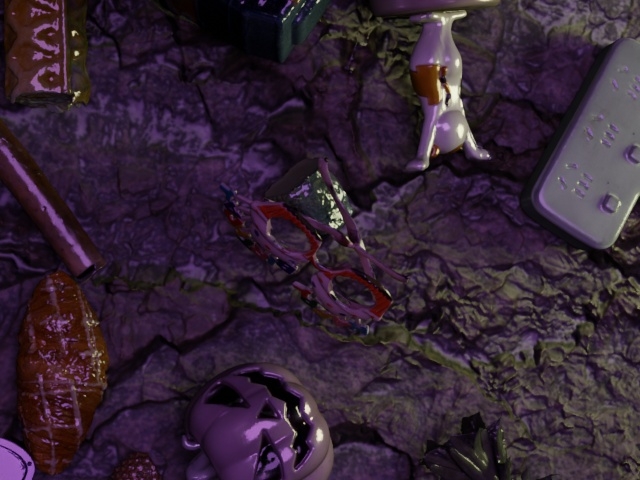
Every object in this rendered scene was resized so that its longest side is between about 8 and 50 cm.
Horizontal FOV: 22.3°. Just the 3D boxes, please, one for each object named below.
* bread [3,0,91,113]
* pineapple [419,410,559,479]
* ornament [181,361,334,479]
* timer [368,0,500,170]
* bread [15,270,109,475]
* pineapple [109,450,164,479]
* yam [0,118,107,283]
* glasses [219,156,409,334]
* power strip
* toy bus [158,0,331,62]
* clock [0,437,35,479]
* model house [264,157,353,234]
[{"bbox_3d":[-0.311,-0.281,1.850,0.098,0.087,0.269,0,84,-13],"label":"bread"},{"bbox_3d":[0.230,0.335,1.948,0.130,0.119,0.277,-32,95,28],"label":"pineapple"},{"bbox_3d":[-0.077,0.229,1.831,0.177,0.177,0.177,1,85,-16],"label":"ornament"},{"bbox_3d":[0.142,-0.220,1.953,0.175,0.175,0.266,-6,96,-17],"label":"timer"},{"bbox_3d":[-0.289,0.149,1.826,0.105,0.076,0.233,3,86,-14],"label":"bread"},{"bbox_3d":[-0.239,0.290,1.838,0.124,0.058,0.058,-34,95,-16],"label":"pineapple"},{"bbox_3d":[-0.334,-0.066,1.846,0.046,0.046,0.264,-37,96,-16],"label":"yam"},{"bbox_3d":[-0.007,0.006,1.887,0.255,0.162,0.095,45,55,-11],"label":"glasses"},{"bbox_3d":[0.389,-0.104,2.056,0.194,0.059,0.265,32,76,-11],"label":"power strip"},{"bbox_3d":[-0.039,-0.382,1.883,0.194,0.162,0.323,31,78,5],"label":"toy bus"},{"bbox_3d":[-0.396,0.277,1.794,0.110,0.050,0.152,39,76,-10],"label":"clock"},{"bbox_3d":[-0.012,-0.044,1.939,0.079,0.066,0.083,-46,116,-26],"label":"model house"}]
